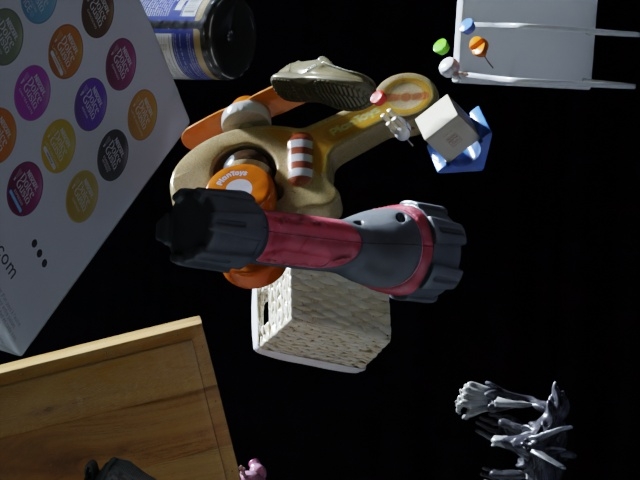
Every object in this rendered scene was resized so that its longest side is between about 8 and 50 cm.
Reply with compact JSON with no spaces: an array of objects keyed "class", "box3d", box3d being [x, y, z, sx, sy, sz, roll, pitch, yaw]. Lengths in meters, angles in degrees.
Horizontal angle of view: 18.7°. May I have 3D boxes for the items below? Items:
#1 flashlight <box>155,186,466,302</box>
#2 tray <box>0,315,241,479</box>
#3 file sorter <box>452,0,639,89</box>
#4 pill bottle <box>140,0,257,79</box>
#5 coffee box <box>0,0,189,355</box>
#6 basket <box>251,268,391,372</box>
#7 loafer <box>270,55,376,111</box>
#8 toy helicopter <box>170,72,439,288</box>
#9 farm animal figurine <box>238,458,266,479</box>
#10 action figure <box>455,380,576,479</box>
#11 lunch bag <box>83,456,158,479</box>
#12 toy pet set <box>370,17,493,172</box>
[{"class":"flashlight","box3d":[0.000,0.000,1.881,0.304,0.103,0.103,8,33,-39]},{"class":"tray","box3d":[-0.307,0.233,2.136,0.411,0.202,0.076,-14,6,-4]},{"class":"file sorter","box3d":[0.296,-0.329,2.436,0.193,0.277,0.173,1,6,-21]},{"class":"pill bottle","box3d":[-0.211,-0.288,2.736,0.219,0.122,0.123,4,-10,32]},{"class":"coffee box","box3d":[-0.385,-0.149,1.844,0.338,0.334,0.337,11,-40,30]},{"class":"basket","box3d":[0.004,0.096,2.578,0.167,0.113,0.103,14,-33,-26]},{"class":"loafer","box3d":[0.008,-0.191,2.296,0.148,0.050,0.056,12,-34,34]},{"class":"toy helicopter","box3d":[-0.021,-0.115,2.360,0.355,0.235,0.140,-27,-39,-13]},{"class":"farm animal figurine","box3d":[-0.102,0.459,2.598,0.330,0.172,0.326,10,-52,-27]},{"class":"action figure","box3d":[0.229,0.255,2.326,0.141,0.164,0.275,3,-12,-1]},{"class":"lunch bag","box3d":[-0.127,0.368,1.785,0.305,0.256,0.212,28,11,2]},{"class":"toy pet set","box3d":[0.123,-0.120,1.782,0.122,0.114,0.065,-38,-52,15]}]
